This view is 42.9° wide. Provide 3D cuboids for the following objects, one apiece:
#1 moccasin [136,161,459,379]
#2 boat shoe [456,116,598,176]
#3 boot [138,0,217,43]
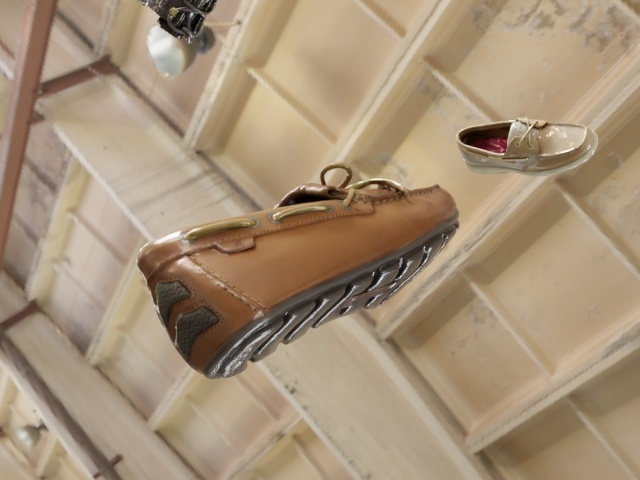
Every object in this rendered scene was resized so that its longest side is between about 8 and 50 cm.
[{"bbox_3d":[-0.001,0.002,0.752,0.147,0.380,0.139,52,-45,16],"label":"moccasin"},{"bbox_3d":[0.235,-0.114,0.955,0.170,0.063,0.059,-3,-33,39],"label":"boat shoe"},{"bbox_3d":[-0.075,-0.289,0.778,0.263,0.091,0.229,36,-85,45],"label":"boot"}]
